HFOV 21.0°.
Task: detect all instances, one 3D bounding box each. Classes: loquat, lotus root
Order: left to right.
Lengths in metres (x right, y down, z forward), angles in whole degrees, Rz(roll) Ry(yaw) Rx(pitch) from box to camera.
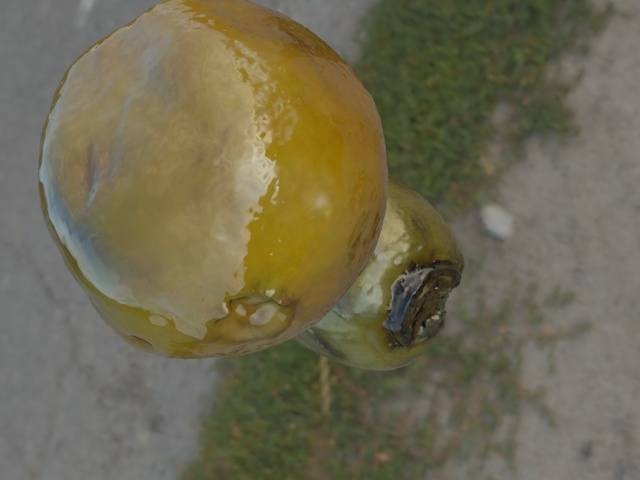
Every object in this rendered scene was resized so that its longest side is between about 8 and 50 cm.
[{"bbox_3d":[-0.057,-0.037,0.936,0.187,0.176,0.234,-27,44,0],"label":"loquat"},{"bbox_3d":[-0.002,0.000,1.326,0.278,0.154,0.154,37,104,50],"label":"lotus root"}]
